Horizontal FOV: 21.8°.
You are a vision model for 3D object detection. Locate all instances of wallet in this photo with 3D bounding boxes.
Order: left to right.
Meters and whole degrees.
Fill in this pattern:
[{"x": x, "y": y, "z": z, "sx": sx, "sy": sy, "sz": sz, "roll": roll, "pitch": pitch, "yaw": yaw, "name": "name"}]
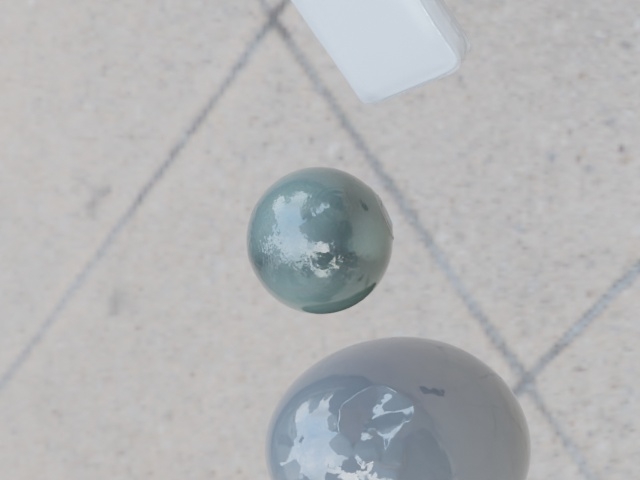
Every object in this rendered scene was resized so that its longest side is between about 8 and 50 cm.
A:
[{"x": 0.015, "y": -0.173, "z": 1.048, "sx": 0.095, "sy": 0.033, "sz": 0.190, "roll": -19, "pitch": 115, "yaw": 37, "name": "wallet"}]

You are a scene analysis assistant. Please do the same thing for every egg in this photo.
[{"x": 0.058, "y": 0.160, "z": 1.289, "sx": 0.176, "sy": 0.232, "sz": 0.176, "roll": -13, "pitch": 71, "yaw": 43, "name": "egg"}]

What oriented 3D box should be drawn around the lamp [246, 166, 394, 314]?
[{"x": 0.000, "y": 0.000, "z": 1.158, "sx": 0.105, "sy": 0.105, "sz": 0.105, "roll": 0, "pitch": 91, "yaw": 43, "name": "lamp"}]
